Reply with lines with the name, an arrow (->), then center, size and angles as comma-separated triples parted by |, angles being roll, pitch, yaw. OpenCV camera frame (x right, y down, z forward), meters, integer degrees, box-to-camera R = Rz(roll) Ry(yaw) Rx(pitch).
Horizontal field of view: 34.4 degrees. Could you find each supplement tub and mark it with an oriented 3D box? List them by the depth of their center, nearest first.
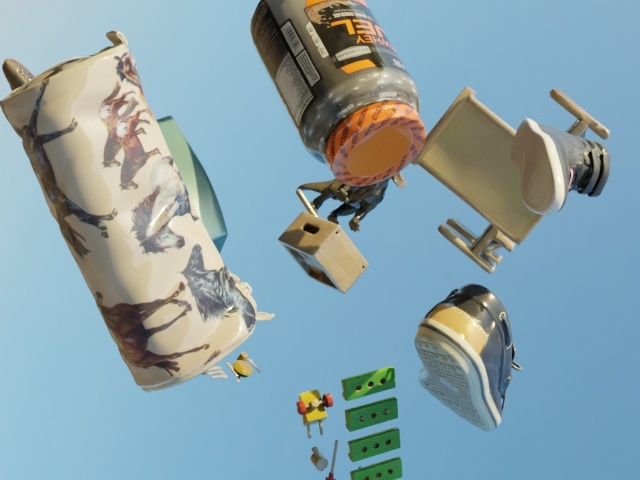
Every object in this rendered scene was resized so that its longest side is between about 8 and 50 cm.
supplement tub -> 0.030, -0.266, 1.697 | 0.207, 0.207, 0.338 | -46, -126, 31

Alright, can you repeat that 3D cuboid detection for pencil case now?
pencil case -> -0.221, -0.037, 1.230 | 0.183, 0.410, 0.160 | -31, -169, -35

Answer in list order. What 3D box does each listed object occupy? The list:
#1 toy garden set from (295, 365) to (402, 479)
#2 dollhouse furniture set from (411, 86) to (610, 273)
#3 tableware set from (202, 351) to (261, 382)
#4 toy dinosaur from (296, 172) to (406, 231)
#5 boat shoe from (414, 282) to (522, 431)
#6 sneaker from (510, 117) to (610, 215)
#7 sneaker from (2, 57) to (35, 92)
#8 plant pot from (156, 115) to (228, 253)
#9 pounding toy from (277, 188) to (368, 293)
toy garden set -> 0.054, 0.376, 2.025 | 0.049, 0.203, 0.244 | -147, -132, -61
dollhouse furniture set -> 0.351, -0.150, 2.026 | 0.362, 0.256, 0.394 | -51, 173, 15
tableware set -> -0.210, 0.265, 2.219 | 0.104, 0.154, 0.024 | 45, -61, 32
toy dinosaur -> 0.071, -0.103, 2.156 | 0.160, 0.121, 0.313 | -40, -167, -31
boat shoe -> 0.279, 0.224, 1.907 | 0.186, 0.500, 0.156 | 33, -106, 23
sneaker -> 0.391, -0.107, 1.609 | 0.296, 0.146, 0.105 | -83, -171, -66
sneaker -> -0.497, -0.223, 1.777 | 0.071, 0.188, 0.066 | -37, -172, 9
plant pot -> -0.268, -0.051, 1.714 | 0.234, 0.165, 0.165 | 52, -37, 18
pounding toy -> 0.000, 0.000, 1.817 | 0.100, 0.130, 0.141 | -49, -143, -14
